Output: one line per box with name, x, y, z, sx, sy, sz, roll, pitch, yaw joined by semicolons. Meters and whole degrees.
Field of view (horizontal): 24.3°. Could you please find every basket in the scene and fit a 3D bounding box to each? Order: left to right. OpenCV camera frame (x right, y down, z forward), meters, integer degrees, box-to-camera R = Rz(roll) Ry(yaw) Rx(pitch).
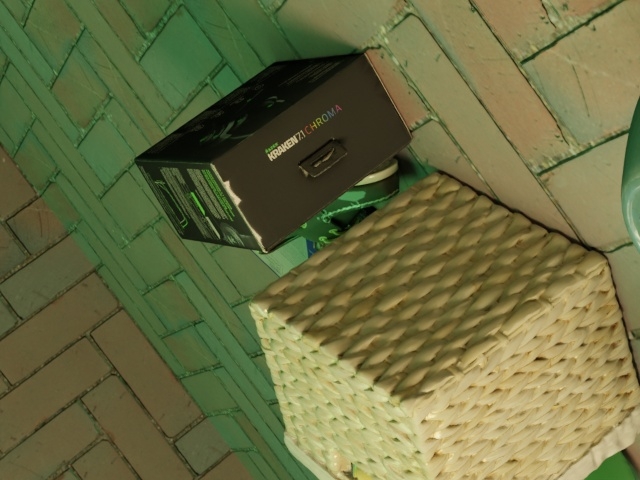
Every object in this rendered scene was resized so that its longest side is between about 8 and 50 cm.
basket;0.148;0.140;1.721;0.328;0.331;0.266;31;146;45

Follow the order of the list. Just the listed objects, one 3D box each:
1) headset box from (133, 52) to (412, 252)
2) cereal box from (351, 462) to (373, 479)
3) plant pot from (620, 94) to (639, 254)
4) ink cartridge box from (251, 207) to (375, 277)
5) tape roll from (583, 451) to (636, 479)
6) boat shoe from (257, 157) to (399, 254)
headset box;-0.059;-0.112;1.846;0.131;0.246;0.283;59;158;-18
cereal box;0.098;0.219;1.931;0.240;0.173;0.047;-115;21;-56
plant pot;0.345;-0.049;1.133;0.290;0.195;0.290;44;159;21
ink cartridge box;0.000;0.000;2.177;0.303;0.072;0.307;42;160;22
tape roll;0.294;0.352;1.955;0.321;0.077;0.321;34;132;47
boat shoe;0.003;-0.043;1.952;0.305;0.109;0.091;-12;100;50
